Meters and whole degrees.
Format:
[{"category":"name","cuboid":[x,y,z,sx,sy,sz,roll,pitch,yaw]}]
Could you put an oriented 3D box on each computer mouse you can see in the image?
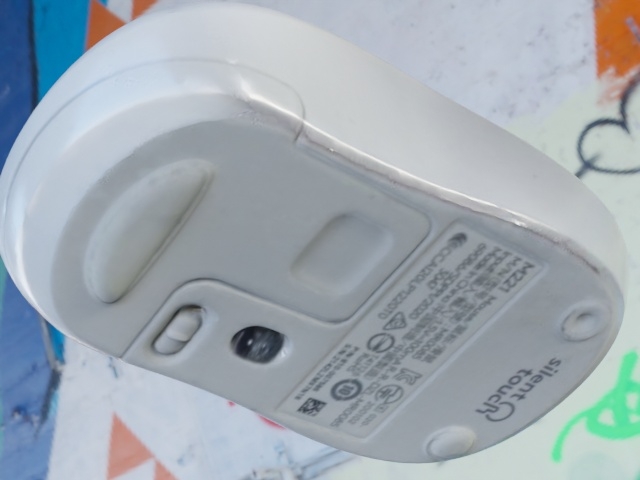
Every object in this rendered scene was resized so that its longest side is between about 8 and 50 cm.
[{"category":"computer mouse","cuboid":[0.000,0.000,0.456,0.297,0.121,0.184,19,-59,-29]}]
